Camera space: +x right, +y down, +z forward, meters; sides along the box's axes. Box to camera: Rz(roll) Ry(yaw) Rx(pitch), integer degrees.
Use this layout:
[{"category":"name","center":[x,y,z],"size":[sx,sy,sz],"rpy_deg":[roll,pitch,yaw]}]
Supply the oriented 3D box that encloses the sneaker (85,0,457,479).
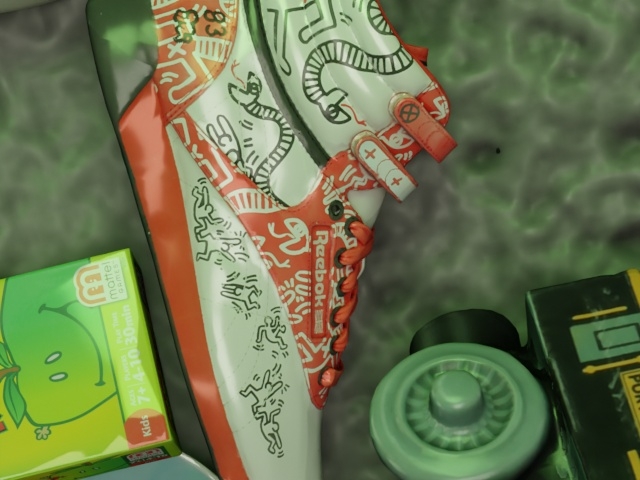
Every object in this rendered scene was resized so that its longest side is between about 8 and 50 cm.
[{"category":"sneaker","center":[0.000,-0.001,0.829],"size":[0.145,0.090,0.270],"rpy_deg":[-16,95,1]}]

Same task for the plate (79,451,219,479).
[{"category":"plate","center":[-0.113,0.178,0.878],"size":[0.188,0.024,0.188],"rpy_deg":[0,96,-3]}]

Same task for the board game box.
[{"category":"board game box","center":[-0.162,0.072,0.838],"size":[0.181,0.043,0.092],"rpy_deg":[-14,75,-2]}]

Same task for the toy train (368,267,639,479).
[{"category":"toy train","center":[0.133,0.153,0.759],"size":[0.190,0.334,0.142],"rpy_deg":[-12,137,0]}]

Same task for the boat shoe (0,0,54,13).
[{"category":"boat shoe","center":[-0.086,-0.163,0.822],"size":[0.184,0.066,0.063],"rpy_deg":[-28,83,3]}]
